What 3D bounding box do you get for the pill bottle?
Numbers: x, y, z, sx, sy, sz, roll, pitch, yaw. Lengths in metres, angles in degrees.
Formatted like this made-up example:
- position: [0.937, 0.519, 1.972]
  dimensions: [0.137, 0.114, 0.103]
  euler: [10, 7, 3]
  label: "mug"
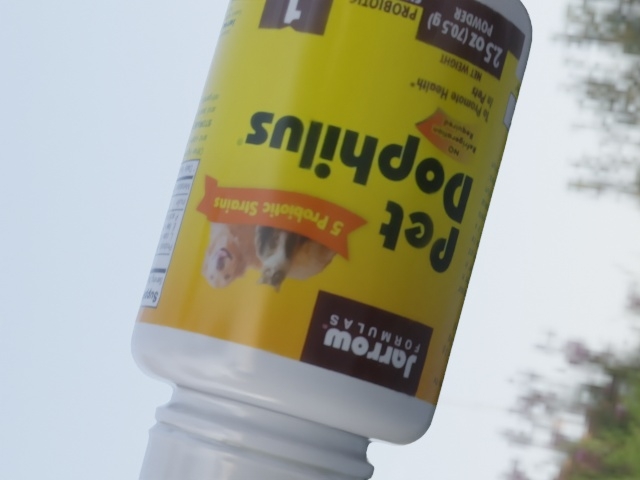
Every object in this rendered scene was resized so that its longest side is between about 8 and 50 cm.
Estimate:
- position: [0.000, 0.000, 0.601]
  dimensions: [0.117, 0.117, 0.215]
  euler: [34, -110, -68]
  label: "pill bottle"
